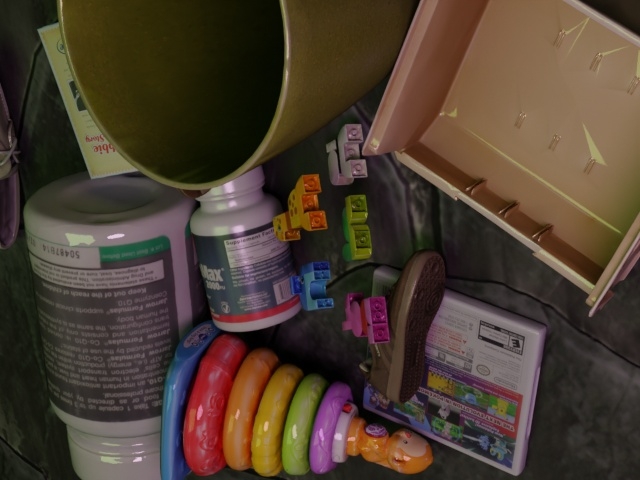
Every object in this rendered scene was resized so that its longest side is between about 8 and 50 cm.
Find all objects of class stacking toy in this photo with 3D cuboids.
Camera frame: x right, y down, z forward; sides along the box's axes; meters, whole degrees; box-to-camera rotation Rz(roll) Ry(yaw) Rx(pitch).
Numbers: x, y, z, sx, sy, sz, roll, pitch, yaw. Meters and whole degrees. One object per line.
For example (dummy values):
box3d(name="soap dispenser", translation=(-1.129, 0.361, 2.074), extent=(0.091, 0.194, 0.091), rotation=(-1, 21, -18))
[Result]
box3d(name="stacking toy", translation=(-0.021, 0.206, 1.330), extent=(0.302, 0.175, 0.165), rotation=(12, 110, 15))

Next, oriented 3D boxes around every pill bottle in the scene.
box3d(name="pill bottle", translation=(-0.237, 0.110, 1.448), extent=(0.204, 0.204, 0.361), rotation=(15, 118, 33))
box3d(name="pill bottle", translation=(-0.088, 0.002, 1.343), extent=(0.108, 0.108, 0.180), rotation=(1, 110, 39))

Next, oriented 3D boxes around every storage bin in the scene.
box3d(name="storage bin", translation=(0.200, -0.109, 1.048), extent=(0.262, 0.123, 0.260), rotation=(37, 129, 19))

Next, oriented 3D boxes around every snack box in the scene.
box3d(name="snack box", translation=(-0.162, -0.179, 1.300), extent=(0.322, 0.060, 0.187), rotation=(-6, 107, 39))

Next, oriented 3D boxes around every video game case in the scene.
box3d(name="video game case", translation=(0.139, 0.139, 1.283), extent=(0.201, 0.023, 0.183), rotation=(20, 122, 29))

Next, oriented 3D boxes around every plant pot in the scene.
box3d(name="plant pot", translation=(-0.033, -0.212, 1.063), extent=(0.275, 0.294, 0.274), rotation=(17, 117, 37))

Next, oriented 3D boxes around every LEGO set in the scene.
box3d(name="LEGO set", translation=(0.000, 0.000, 1.243), extent=(0.093, 0.087, 0.227), rotation=(160, 106, -63))

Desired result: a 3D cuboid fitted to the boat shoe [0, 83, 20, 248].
box3d(name="boat shoe", translation=(-0.445, -0.118, 1.593), extent=(0.094, 0.109, 0.302), rotation=(22, 133, 11))

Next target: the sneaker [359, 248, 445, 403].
box3d(name="sneaker", translation=(0.076, 0.084, 1.246), extent=(0.071, 0.066, 0.188), rotation=(29, 125, 31))

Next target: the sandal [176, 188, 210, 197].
box3d(name="sandal", translation=(-0.155, -0.131, 1.240), extent=(0.049, 0.072, 0.180), rotation=(22, 131, 54))
